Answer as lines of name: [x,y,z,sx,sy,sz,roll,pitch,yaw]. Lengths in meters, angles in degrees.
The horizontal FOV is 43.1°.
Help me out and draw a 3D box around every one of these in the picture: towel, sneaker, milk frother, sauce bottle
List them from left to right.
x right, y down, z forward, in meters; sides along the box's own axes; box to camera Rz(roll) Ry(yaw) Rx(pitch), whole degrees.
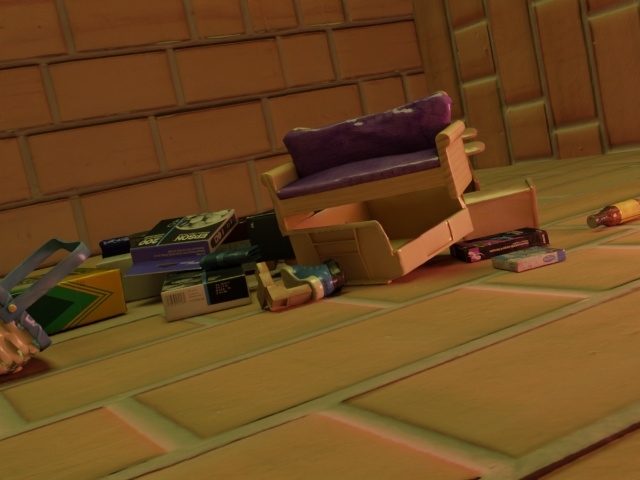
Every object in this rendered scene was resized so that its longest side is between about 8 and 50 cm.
towel: [-0.447,0.019,2.265,0.308,0.076,0.227,-12,-23,-9]
milk frother: [-0.414,0.041,2.103,0.143,0.134,0.129,-14,12,-18]
towel: [-0.188,0.034,1.677,0.119,0.029,0.067,-7,8,22]
sneaker: [-0.009,0.067,1.477,0.085,0.058,0.152,-21,14,-24]
sauce bottle: [0.571,-0.051,1.571,0.128,0.042,0.042,-13,6,-29]

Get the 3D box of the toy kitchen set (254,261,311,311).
toy kitchen set: [-0.070,0.085,1.426,0.075,0.083,0.068,-14,-35,-21]

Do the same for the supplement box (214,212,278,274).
supplement box: [-0.214,0.015,2.006,0.194,0.129,0.191,-11,6,1]

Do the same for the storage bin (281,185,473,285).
storage bin: [0.116,-0.016,1.570,0.260,0.123,0.262,-6,15,44]

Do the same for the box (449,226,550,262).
box: [0.338,0.007,1.539,0.162,0.029,0.116,-11,6,-5]

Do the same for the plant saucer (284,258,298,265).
plant saucer: [0.019,0.037,1.819,0.200,0.037,0.200,-11,6,1]

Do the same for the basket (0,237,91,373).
basket: [-0.523,0.098,1.341,0.289,0.201,0.255,-47,21,-19]

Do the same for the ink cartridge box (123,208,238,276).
ink cartridge box: [-0.314,0.004,1.806,0.206,0.045,0.208,-7,27,23]

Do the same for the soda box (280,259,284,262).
soda box: [0.000,0.000,2.039,0.216,0.069,0.074,-10,6,6]

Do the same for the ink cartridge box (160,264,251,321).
ink cartridge box: [-0.236,0.093,1.661,0.165,0.065,0.333,-13,5,-8]

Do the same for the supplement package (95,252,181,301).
supplement package: [-0.423,0.080,1.914,0.179,0.105,0.105,-12,7,-2]

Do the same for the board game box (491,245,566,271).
board game box: [0.346,0.030,1.352,0.090,0.020,0.090,-14,7,-14]

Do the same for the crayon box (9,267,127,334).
crayon box: [-0.633,0.139,1.761,0.313,0.106,0.363,-15,7,-32]

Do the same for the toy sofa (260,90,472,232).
toy sofa: [0.080,-0.143,1.478,0.363,0.177,0.150,-10,13,23]

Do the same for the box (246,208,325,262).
box: [-0.045,-0.028,1.842,0.153,0.108,0.207,-7,8,34]

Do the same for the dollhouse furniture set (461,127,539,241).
dollhouse furniture set: [0.368,-0.113,1.792,0.161,0.212,0.242,-13,32,4]
